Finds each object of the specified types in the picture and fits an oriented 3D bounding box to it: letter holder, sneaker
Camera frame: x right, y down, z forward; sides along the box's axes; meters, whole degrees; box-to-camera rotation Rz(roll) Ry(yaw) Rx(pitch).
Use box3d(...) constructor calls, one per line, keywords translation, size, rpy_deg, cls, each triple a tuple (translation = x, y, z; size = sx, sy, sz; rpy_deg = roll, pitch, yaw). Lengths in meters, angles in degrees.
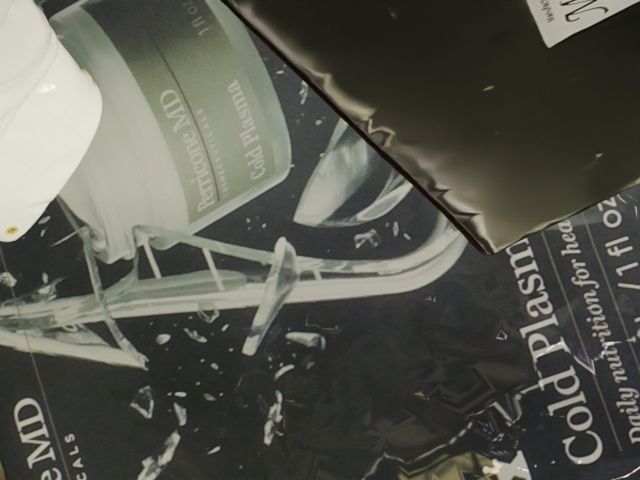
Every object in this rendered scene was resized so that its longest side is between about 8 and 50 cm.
box3d(translation=(0.042, -0.150, 0.426), size=(0.152, 0.214, 0.302), rpy_deg=(-27, 160, 12), cls="letter holder")
box3d(translation=(-0.253, -0.020, 0.804), size=(0.292, 0.108, 0.169), rpy_deg=(-41, 144, -3), cls="sneaker")

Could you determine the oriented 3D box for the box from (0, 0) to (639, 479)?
box3d(translation=(0.000, 0.000, 1.048), size=(0.471, 0.480, 0.297), rpy_deg=(-21, 171, 11), cls="box")
